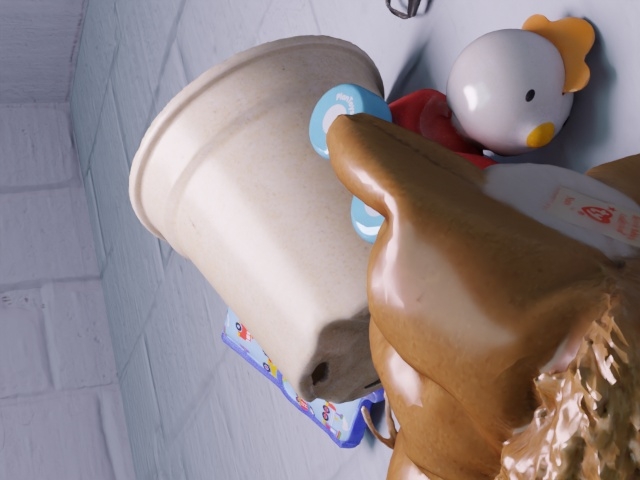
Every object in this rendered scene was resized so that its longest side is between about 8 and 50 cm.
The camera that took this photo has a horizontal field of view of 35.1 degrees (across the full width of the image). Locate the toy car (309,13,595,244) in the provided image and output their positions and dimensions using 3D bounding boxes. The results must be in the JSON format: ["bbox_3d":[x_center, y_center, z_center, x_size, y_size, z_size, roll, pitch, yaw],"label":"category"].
[{"bbox_3d":[0.158,-0.096,0.904,0.238,0.219,0.210,-46,47,24],"label":"toy car"}]

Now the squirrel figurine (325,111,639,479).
[{"bbox_3d":[0.145,0.158,0.710,0.397,0.281,0.371,-119,37,-53],"label":"squirrel figurine"}]

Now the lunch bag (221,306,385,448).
[{"bbox_3d":[0.005,0.121,1.368,0.293,0.138,0.221,45,135,39],"label":"lunch bag"}]

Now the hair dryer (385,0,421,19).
[{"bbox_3d":[0.126,-0.359,1.053,0.293,0.080,0.224,-161,52,-71],"label":"hair dryer"}]

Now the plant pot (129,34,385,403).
[{"bbox_3d":[0.000,0.000,1.126,0.305,0.333,0.334,57,146,29],"label":"plant pot"}]
